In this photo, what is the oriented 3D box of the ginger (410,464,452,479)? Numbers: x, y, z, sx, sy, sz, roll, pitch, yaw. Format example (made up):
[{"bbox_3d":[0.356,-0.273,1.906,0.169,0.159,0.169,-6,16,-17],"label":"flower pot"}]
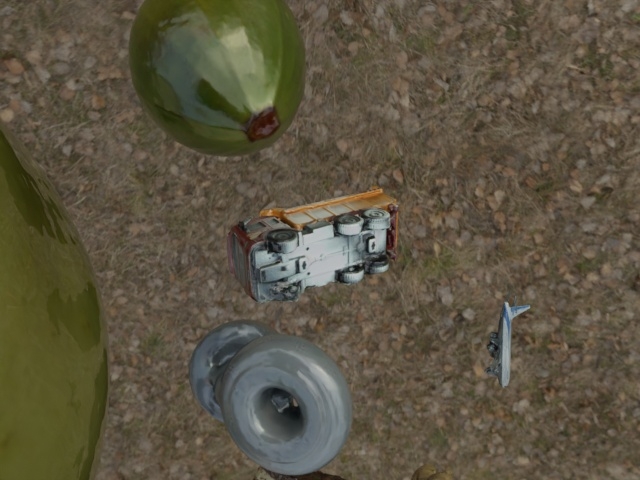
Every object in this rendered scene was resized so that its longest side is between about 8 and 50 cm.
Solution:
[{"bbox_3d":[0.196,0.421,0.942,0.089,0.288,0.075,-29,76,-10],"label":"ginger"}]

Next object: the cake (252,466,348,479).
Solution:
[{"bbox_3d":[-0.005,0.474,0.964,0.245,0.135,0.112,18,97,-3],"label":"cake"}]

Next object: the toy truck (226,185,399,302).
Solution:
[{"bbox_3d":[0.000,0.000,0.837,0.270,0.135,0.114,-15,117,-27],"label":"toy truck"}]

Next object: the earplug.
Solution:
[{"bbox_3d":[-0.081,0.233,0.904,0.175,0.325,0.214,-2,101,-39],"label":"earplug"}]

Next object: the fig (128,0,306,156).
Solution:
[{"bbox_3d":[-0.150,-0.269,0.911,0.315,0.316,0.316,0,119,0],"label":"fig"}]

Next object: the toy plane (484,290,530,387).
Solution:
[{"bbox_3d":[0.365,0.207,1.120,0.058,0.226,0.226,17,127,22],"label":"toy plane"}]

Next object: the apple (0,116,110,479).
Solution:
[{"bbox_3d":[-0.363,0.069,0.332,0.473,0.474,0.474,0,119,0],"label":"apple"}]
